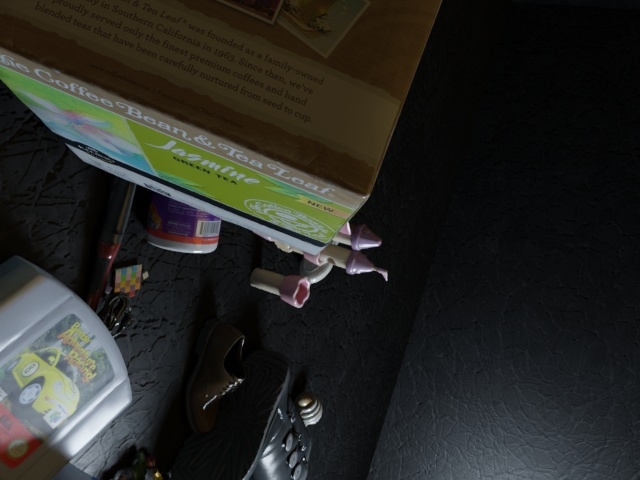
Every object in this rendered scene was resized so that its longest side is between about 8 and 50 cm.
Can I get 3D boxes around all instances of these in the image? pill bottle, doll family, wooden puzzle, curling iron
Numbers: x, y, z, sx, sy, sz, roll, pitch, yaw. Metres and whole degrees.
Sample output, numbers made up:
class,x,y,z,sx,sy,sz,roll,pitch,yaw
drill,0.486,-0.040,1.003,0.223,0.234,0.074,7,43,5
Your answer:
class,x,y,z,sx,sy,sz,roll,pitch,yaw
pill bottle,-0.191,-0.086,0.787,0.108,0.108,0.194,-7,110,-64
doll family,-0.302,0.460,0.921,0.111,0.076,0.193,-21,124,-63
wooden puzzle,-0.288,0.062,0.790,0.083,0.006,0.049,-16,118,-62
curling iron,-0.278,0.004,0.735,0.068,0.035,0.274,6,98,-39

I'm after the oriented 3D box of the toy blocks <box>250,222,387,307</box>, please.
class,x,y,z,sx,sy,sz,roll,pitch,yaw
toy blocks,0.008,-0.051,1.055,0.309,0.260,0.289,-59,151,-30

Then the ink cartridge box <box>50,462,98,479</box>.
class,x,y,z,sx,sy,sz,roll,pitch,yaw
ink cartridge box,-0.336,0.429,0.733,0.086,0.148,0.203,-32,132,-58

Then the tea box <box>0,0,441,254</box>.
class,x,y,z,sx,sy,sz,roll,pitch,yaw
tea box,-0.096,-0.160,0.550,0.323,0.329,0.220,123,-12,-78

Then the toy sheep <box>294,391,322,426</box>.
class,x,y,z,sx,sy,sz,roll,pitch,yaw
toy sheep,-0.037,0.475,1.493,0.091,0.091,0.132,-55,144,-37

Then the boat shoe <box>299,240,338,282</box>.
class,x,y,z,sx,sy,sz,roll,pitch,yaw
boat shoe,0.001,0.000,1.310,0.228,0.079,0.081,-64,148,-36

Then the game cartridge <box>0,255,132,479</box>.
class,x,y,z,sx,sy,sz,roll,pitch,yaw
game cartridge,-0.345,0.168,0.641,0.196,0.060,0.294,-49,146,-34

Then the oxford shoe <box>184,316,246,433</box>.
class,x,y,z,sx,sy,sz,roll,pitch,yaw
oxford shoe,-0.196,0.270,1.010,0.083,0.096,0.227,-11,116,-66

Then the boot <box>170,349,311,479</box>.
class,x,y,z,sx,sy,sz,roll,pitch,yaw
boot,-0.152,0.516,1.221,0.367,0.146,0.445,-53,153,-36
